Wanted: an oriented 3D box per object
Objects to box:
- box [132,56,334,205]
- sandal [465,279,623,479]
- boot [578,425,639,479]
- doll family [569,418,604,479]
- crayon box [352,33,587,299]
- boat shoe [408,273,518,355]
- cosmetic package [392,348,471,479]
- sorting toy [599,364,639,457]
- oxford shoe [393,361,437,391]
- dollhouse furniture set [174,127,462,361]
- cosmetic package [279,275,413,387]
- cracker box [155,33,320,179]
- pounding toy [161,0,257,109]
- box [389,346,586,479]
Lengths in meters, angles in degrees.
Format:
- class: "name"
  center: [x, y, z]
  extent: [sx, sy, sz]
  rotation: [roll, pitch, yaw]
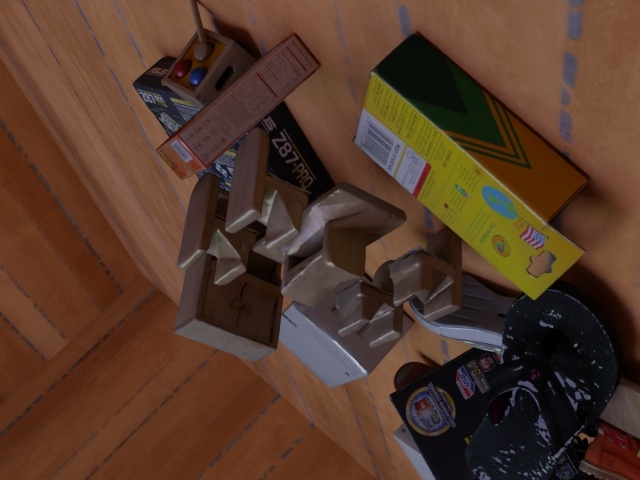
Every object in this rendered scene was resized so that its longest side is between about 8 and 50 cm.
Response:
- class: "box"
  center: [-0.155, -0.173, 1.718]
  extent: [0.395, 0.097, 0.318]
  rotation: [21, 153, 53]
- class: "sandal"
  center: [0.299, 0.244, 1.299]
  extent: [0.168, 0.107, 0.445]
  rotation: [26, 135, 21]
- class: "boot"
  center: [0.491, 0.345, 1.455]
  extent: [0.158, 0.084, 0.059]
  rotation: [20, 178, -12]
- class: "doll family"
  center: [0.460, 0.357, 1.532]
  extent: [0.193, 0.076, 0.111]
  rotation: [51, 168, -6]
- class: "crayon box"
  center: [0.190, -0.082, 1.134]
  extent: [0.318, 0.081, 0.202]
  rotation: [43, 163, 10]
- class: "boat shoe"
  center: [0.258, 0.132, 1.433]
  extent: [0.302, 0.109, 0.094]
  rotation: [18, 150, 52]
- class: "cosmetic package"
  center: [0.286, 0.364, 1.695]
  extent: [0.138, 0.224, 0.224]
  rotation: [25, 154, 50]
- class: "sorting toy"
  center: [0.442, 0.228, 1.315]
  extent: [0.132, 0.046, 0.274]
  rotation: [26, 154, 49]
- class: "oxford shoe"
  center: [0.294, 0.385, 1.913]
  extent: [0.348, 0.123, 0.130]
  rotation: [39, 167, 25]
- class: "dollhouse furniture set"
  center: [-0.041, -0.007, 1.426]
  extent: [0.362, 0.256, 0.394]
  rotation: [24, 143, -28]
- class: "cosmetic package"
  center: [0.032, 0.186, 2.005]
  extent: [0.217, 0.156, 0.385]
  rotation: [43, 162, 3]
- class: "cracker box"
  center: [-0.124, -0.192, 1.357]
  extent: [0.067, 0.232, 0.156]
  rotation: [50, 162, -11]
- class: "pounding toy"
  center: [-0.179, -0.288, 1.474]
  extent: [0.130, 0.141, 0.100]
  rotation: [32, 177, 46]
- class: "box"
  center: [0.271, 0.320, 1.524]
  extent: [0.270, 0.216, 0.060]
  rotation: [61, -179, 9]
